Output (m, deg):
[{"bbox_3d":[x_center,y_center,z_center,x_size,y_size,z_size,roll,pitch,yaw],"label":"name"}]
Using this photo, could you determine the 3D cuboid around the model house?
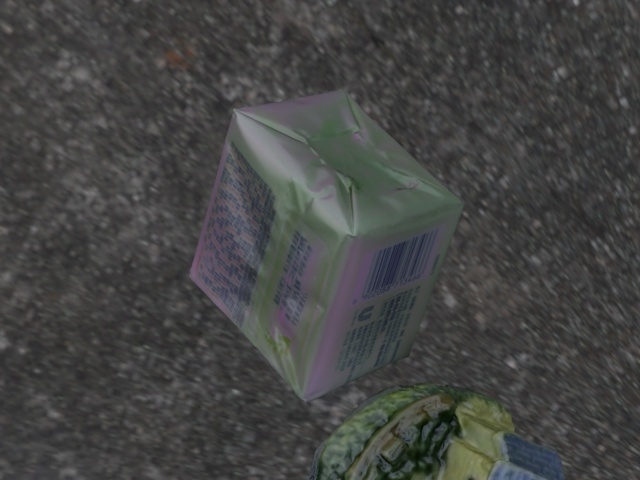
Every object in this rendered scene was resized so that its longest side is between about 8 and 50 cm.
[{"bbox_3d":[0.146,0.340,1.751,0.266,0.261,0.321,27,94,55],"label":"model house"}]

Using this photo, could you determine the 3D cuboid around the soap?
[{"bbox_3d":[0.000,0.000,1.384,0.182,0.138,0.199,44,135,30],"label":"soap"}]
